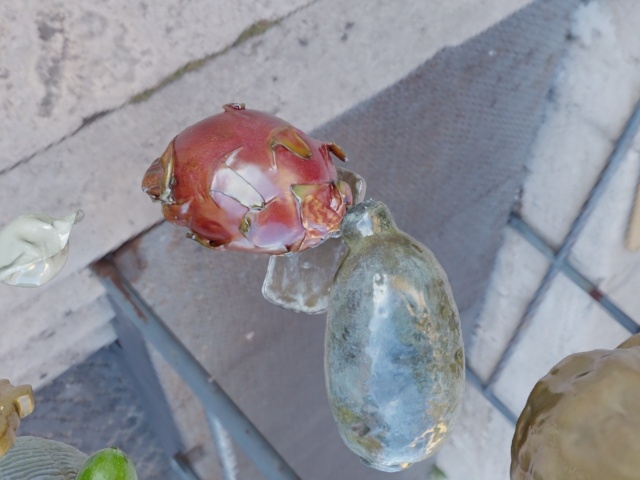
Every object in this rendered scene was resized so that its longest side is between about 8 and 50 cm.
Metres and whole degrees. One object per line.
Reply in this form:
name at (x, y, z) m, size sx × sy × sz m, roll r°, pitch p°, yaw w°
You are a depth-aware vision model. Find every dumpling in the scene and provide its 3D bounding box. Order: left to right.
dumpling at (-0.381, 0.003, 1.387) m, size 0.134 × 0.100 × 0.169 m, roll -32°, pitch 172°, yaw 6°

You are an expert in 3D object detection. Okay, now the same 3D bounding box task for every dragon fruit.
dragon fruit at (-0.108, -0.090, 1.527) m, size 0.250 × 0.315 × 0.250 m, roll -16°, pitch 112°, yaw -47°

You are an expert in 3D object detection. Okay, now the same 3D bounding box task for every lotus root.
lotus root at (0.087, 0.124, 1.213) m, size 0.175 × 0.175 × 0.350 m, roll -20°, pitch 111°, yaw -38°

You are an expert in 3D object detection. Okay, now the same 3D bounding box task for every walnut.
walnut at (0.307, 0.218, 0.878) m, size 0.296 × 0.285 × 0.285 m, roll 14°, pitch 117°, yaw -30°

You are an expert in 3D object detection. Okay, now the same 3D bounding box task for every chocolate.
chocolate at (-0.001, 0.000, 1.718) m, size 0.080 × 0.156 × 0.254 m, roll 11°, pitch 90°, yaw -64°

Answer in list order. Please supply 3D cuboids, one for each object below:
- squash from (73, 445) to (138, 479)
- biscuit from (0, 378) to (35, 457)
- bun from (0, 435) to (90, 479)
squash at (-0.305, 0.440, 1.264) m, size 0.101 × 0.101 × 0.379 m, roll 83°, pitch 14°, yaw -53°
biscuit at (-0.474, 0.255, 1.279) m, size 0.238 × 0.212 × 0.041 m, roll -31°, pitch 112°, yaw -10°
bun at (-0.511, 0.454, 1.638) m, size 0.354 × 0.354 × 0.194 m, roll -6°, pitch 110°, yaw -48°
